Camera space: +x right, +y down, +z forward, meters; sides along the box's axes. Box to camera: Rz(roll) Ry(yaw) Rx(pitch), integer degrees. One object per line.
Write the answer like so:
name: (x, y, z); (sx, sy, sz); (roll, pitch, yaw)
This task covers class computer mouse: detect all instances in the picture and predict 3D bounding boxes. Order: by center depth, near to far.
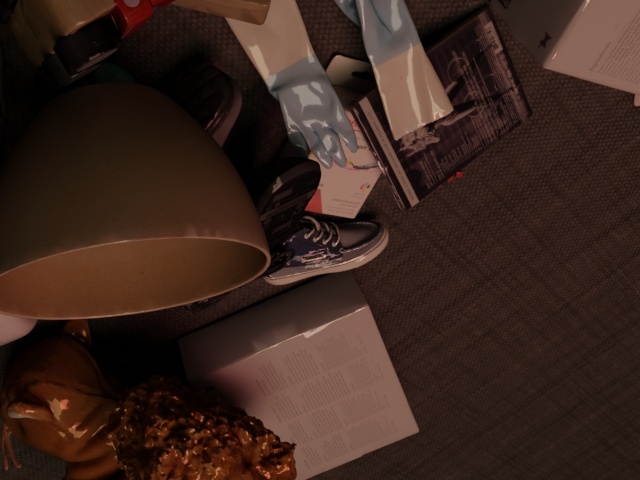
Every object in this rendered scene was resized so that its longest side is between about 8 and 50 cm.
computer mouse: (-0.101, -0.012, 1.171); (0.184, 0.060, 0.262); (-29, 160, -25)

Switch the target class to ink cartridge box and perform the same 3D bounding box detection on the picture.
ink cartridge box: (0.030, -0.128, 1.233); (0.115, 0.067, 0.198); (8, 127, -31)

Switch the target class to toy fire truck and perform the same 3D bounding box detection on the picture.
toy fire truck: (-0.172, -0.241, 0.950); (0.246, 0.217, 0.158); (-35, 102, -20)

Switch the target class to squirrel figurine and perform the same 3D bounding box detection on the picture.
squirrel figurine: (-0.246, 0.271, 1.334); (0.397, 0.281, 0.370); (-19, 115, 38)

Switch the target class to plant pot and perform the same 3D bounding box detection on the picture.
plant pot: (-0.206, -0.046, 0.982); (0.284, 0.191, 0.284); (-10, 164, -3)

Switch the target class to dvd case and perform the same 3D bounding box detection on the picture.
dvd case: (0.155, -0.164, 1.214); (0.221, 0.018, 0.164); (-37, 121, -12)

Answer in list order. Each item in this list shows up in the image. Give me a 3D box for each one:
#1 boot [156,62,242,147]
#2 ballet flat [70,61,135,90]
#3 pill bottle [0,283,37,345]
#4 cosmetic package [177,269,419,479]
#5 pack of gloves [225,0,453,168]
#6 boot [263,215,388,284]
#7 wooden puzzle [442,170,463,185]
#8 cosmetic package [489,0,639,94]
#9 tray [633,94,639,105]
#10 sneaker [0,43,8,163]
boot: (-0.139, -0.066, 1.213); (0.223, 0.118, 0.338); (10, 133, -40)
ballet flat: (-0.272, -0.101, 1.126); (0.087, 0.083, 0.247); (-4, 137, -40)
pill bottle: (-0.542, 0.068, 1.061); (0.408, 0.229, 0.229); (-21, 137, -3)
cosmetic package: (-0.023, 0.236, 1.544); (0.284, 0.097, 0.377); (-24, 137, -2)
pack of gloves: (0.027, -0.204, 1.106); (0.195, 0.046, 0.232); (-29, 108, -3)
boot: (0.000, 0.000, 1.343); (0.190, 0.069, 0.086); (-20, 139, -2)
wooden puzzle: (0.164, -0.094, 1.369); (0.083, 0.006, 0.049); (-21, 137, -4)
cosmetic package: (0.336, -0.286, 1.152); (0.184, 0.151, 0.151); (8, 128, -31)
tray: (0.576, -0.272, 1.358); (0.270, 0.030, 0.145); (-16, 135, -8)
sneaker: (-0.355, -0.183, 0.918); (0.107, 0.124, 0.283); (6, 128, -3)
